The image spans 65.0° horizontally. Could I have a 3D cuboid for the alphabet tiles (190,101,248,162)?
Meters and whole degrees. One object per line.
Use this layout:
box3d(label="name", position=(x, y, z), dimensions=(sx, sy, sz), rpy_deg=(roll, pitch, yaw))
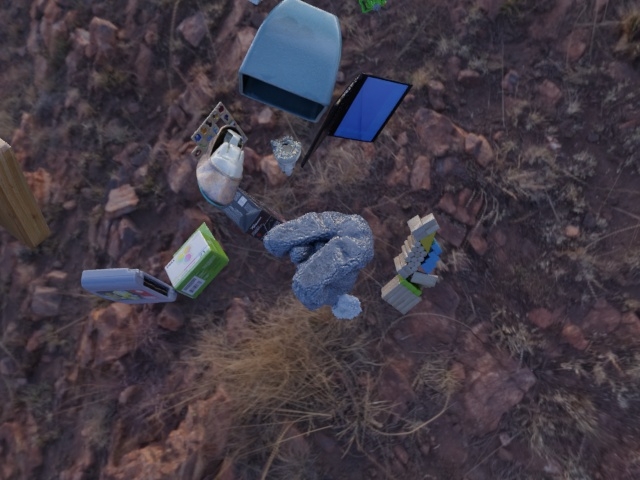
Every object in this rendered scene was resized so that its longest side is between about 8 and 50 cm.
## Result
box3d(label="alphabet tiles", position=(-0.399, -0.383, 1.957), dimensions=(0.009, 0.198, 0.237), rpy_deg=(12, 60, 39))

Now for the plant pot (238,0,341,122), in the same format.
box3d(label="plant pot", position=(-0.069, -0.505, 1.388), dimensions=(0.247, 0.248, 0.253), rpy_deg=(19, 90, -9))

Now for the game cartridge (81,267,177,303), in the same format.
box3d(label="game cartridge", position=(-0.604, 0.150, 1.584), dimensions=(0.195, 0.294, 0.060), rpy_deg=(0, 72, 9))

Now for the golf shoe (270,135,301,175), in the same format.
box3d(label="golf shoe", position=(-0.075, -0.194, 1.203), dimensions=(0.069, 0.176, 0.086), rpy_deg=(-14, 113, -2))

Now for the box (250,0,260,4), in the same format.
box3d(label="box", position=(-0.175, -0.696, 1.323), dimensions=(0.087, 0.101, 0.102), rpy_deg=(27, 127, -7))

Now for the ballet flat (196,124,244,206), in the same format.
box3d(label="ballet flat", position=(-0.231, -0.200, 1.212), dimensions=(0.106, 0.107, 0.316), rpy_deg=(-50, 29, 23))

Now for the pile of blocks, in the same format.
box3d(label="pile of blocks", position=(0.317, 0.067, 1.670), dimensions=(0.148, 0.113, 0.362), rpy_deg=(16, 117, -7))

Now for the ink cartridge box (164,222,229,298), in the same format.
box3d(label="ink cartridge box", position=(-0.460, 0.049, 1.783), dimensions=(0.189, 0.097, 0.255), rpy_deg=(-47, 48, 5))

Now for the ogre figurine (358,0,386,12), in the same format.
box3d(label="ogre figurine", position=(0.179, -0.877, 1.776), dimensions=(0.096, 0.118, 0.197), rpy_deg=(-22, 28, -16))

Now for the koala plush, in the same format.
box3d(label="koala plush", position=(0.020, 0.064, 1.055), dimensions=(0.203, 0.221, 0.196), rpy_deg=(-28, 54, -12))

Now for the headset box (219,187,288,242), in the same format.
box3d(label="headset box", position=(-0.232, -0.077, 1.983), dimensions=(0.218, 0.293, 0.110), rpy_deg=(40, 95, 36))

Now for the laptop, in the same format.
box3d(label="laptop", position=(0.094, -0.305, 1.332), dimensions=(0.136, 0.234, 0.264), rpy_deg=(33, 49, -2))

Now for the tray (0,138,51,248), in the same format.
box3d(label="tray", position=(-0.795, -0.143, 1.210), dimensions=(0.202, 0.411, 0.076), rpy_deg=(37, 61, 3))
